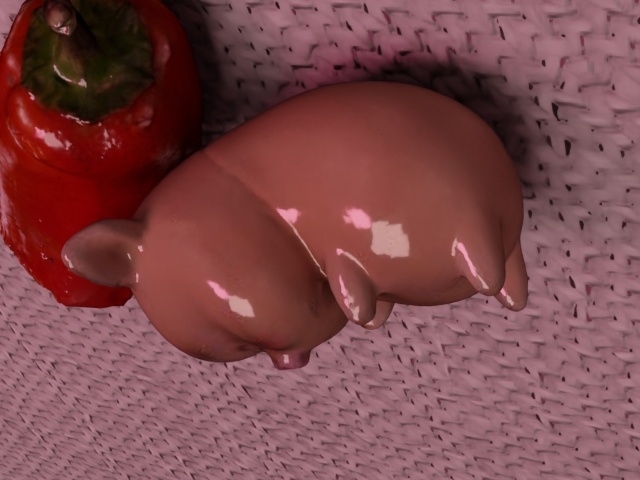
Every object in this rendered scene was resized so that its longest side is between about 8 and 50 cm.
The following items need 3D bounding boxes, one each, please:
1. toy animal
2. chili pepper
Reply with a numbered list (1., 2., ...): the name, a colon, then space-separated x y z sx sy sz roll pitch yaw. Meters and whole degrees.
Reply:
1. toy animal: -0.005 -0.008 0.688 0.250 0.154 0.166 -16 159 16
2. chili pepper: -0.140 -0.091 0.719 0.134 0.131 0.338 48 153 17
